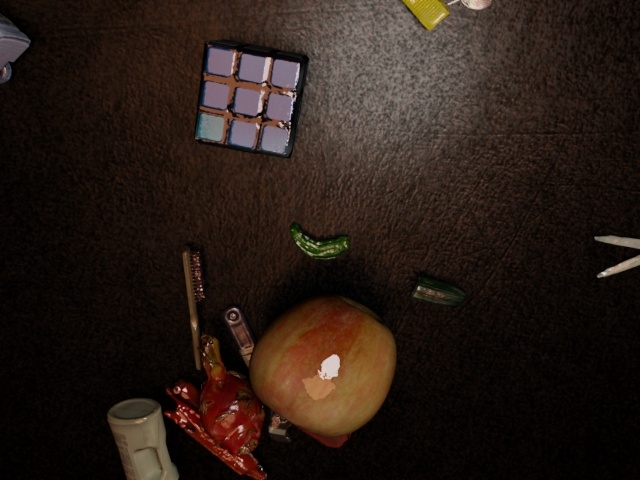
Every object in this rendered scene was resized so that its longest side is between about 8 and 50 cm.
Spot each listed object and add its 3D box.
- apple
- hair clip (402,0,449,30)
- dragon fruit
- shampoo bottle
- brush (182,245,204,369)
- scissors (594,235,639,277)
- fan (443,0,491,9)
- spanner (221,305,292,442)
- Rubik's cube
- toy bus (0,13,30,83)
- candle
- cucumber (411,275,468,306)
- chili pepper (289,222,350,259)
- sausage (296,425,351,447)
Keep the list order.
[{"bbox_3d":[0.007,0.214,1.197,0.256,0.257,0.234,27,95,-6],"label":"apple"},{"bbox_3d":[0.136,-0.420,1.102,0.072,0.046,0.173,-41,102,18],"label":"hair clip"},{"bbox_3d":[-0.183,0.290,1.283,0.125,0.125,0.246,-29,106,-36],"label":"dragon fruit"},{"bbox_3d":[-0.351,0.442,1.359,0.118,0.087,0.234,-2,109,26],"label":"shampoo bottle"},{"bbox_3d":[-0.237,0.131,1.286,0.036,0.043,0.248,-4,108,-5],"label":"brush"},{"bbox_3d":[0.634,0.015,1.239,0.247,0.017,0.144,-7,106,6],"label":"scissors"},{"bbox_3d":[0.249,-0.418,1.122,0.080,0.003,0.060,5,107,0],"label":"fan"},{"bbox_3d":[-0.111,0.267,1.337,0.087,0.024,0.316,-22,104,6],"label":"spanner"},{"bbox_3d":[-0.110,-0.237,1.107,0.162,0.163,0.161,10,107,-3],"label":"Rubik's cube"},{"bbox_3d":[-0.658,-0.275,1.146,0.329,0.109,0.136,-39,91,12],"label":"toy bus"},{"bbox_3d":[-0.204,0.398,1.360,0.084,0.059,0.302,-39,103,22],"label":"candle"},{"bbox_3d":[0.225,0.101,1.262,0.105,0.048,0.048,15,107,-5],"label":"cucumber"},{"bbox_3d":[-0.003,0.007,1.248,0.117,0.035,0.056,15,95,7],"label":"chili pepper"},{"bbox_3d":[0.000,0.357,1.330,0.141,0.076,0.076,33,105,-19],"label":"sausage"}]
